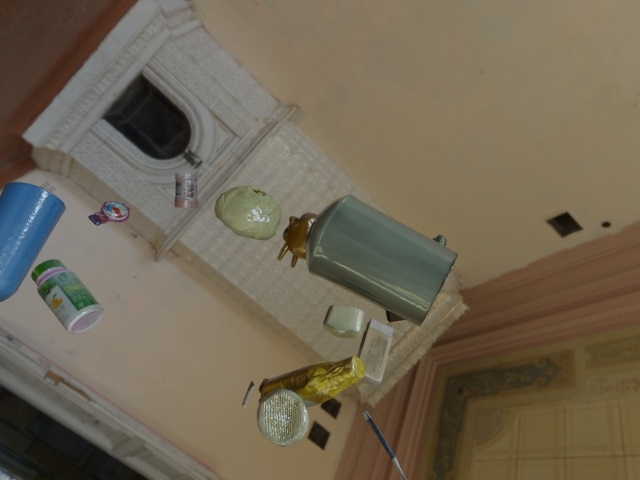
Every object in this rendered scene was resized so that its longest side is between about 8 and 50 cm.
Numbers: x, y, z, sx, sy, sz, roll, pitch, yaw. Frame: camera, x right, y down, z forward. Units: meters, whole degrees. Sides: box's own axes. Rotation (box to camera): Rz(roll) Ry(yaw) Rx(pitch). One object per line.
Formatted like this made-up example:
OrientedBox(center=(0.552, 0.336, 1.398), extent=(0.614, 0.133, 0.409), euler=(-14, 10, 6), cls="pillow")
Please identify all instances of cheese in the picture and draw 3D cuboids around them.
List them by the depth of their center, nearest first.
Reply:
OrientedBox(center=(-0.713, -0.092, 1.414), extent=(0.038, 0.095, 0.145), euler=(-47, 178, 37), cls="cheese")

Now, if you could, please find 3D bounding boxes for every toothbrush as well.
OrientedBox(center=(0.211, 0.642, 1.265), extent=(0.288, 0.026, 0.024), euler=(51, -43, 41), cls="toothbrush")

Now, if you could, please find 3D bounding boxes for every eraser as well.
OrientedBox(center=(0.273, 0.571, 2.152), extent=(0.343, 0.144, 0.078), euler=(-62, 179, -46), cls="eraser")

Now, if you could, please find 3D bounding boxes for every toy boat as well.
OrientedBox(center=(0.427, 0.085, 1.651), extent=(0.260, 0.085, 0.078), euler=(-60, 176, -28), cls="toy boat")

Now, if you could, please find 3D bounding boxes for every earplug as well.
OrientedBox(center=(-0.710, 0.014, 0.952), extent=(0.132, 0.132, 0.273), euler=(-34, -139, 49), cls="earplug")

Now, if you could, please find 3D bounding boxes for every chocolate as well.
OrientedBox(center=(-0.035, 0.521, 1.521), extent=(0.445, 0.162, 0.162), euler=(-33, -161, 33), cls="chocolate")

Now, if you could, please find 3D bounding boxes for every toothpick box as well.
OrientedBox(center=(-0.590, -0.219, 1.832), extent=(0.098, 0.098, 0.149), euler=(-155, -113, -77), cls="toothpick box")

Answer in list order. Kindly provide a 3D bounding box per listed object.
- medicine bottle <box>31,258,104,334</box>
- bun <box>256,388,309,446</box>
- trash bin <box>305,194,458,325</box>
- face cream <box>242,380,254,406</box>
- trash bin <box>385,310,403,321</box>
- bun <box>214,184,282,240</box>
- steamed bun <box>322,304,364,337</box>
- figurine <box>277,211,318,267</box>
OrientedBox(center=(-0.905, 0.194, 1.484), extent=(0.133, 0.274, 0.133), euler=(-42, 164, -15), cls="medicine bottle")
OrientedBox(center=(-0.119, 0.590, 1.399), extent=(0.183, 0.183, 0.102), euler=(-50, 162, -7), cls="bun")
OrientedBox(center=(0.164, 0.049, 1.273), extent=(0.280, 0.432, 0.280), euler=(-55, 164, -25), cls="trash bin")
OrientedBox(center=(-0.309, 0.660, 1.790), extent=(0.038, 0.020, 0.115), euler=(30, -78, 56), cls="face cream")
OrientedBox(center=(0.370, 0.281, 1.910), extent=(0.165, 0.225, 0.115), euler=(-11, -122, 3), cls="trash bin")
OrientedBox(center=(-0.345, -0.169, 2.124), extent=(0.202, 0.364, 0.364), euler=(-61, -173, 23), cls="bun")
OrientedBox(center=(0.147, 0.521, 2.621), extent=(0.155, 0.250, 0.200), euler=(86, 15, -47), cls="steamed bun")
OrientedBox(center=(-0.016, 0.012, 2.178), extent=(0.387, 0.268, 0.401), euler=(-2, -143, 27), cls="figurine")
